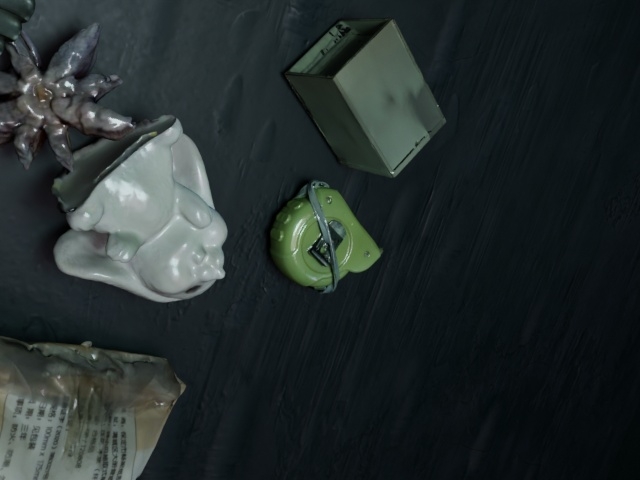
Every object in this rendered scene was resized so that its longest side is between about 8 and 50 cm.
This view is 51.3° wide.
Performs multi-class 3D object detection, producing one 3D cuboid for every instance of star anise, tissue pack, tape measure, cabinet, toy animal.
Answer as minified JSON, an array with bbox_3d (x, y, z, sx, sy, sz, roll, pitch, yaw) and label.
[{"bbox_3d":[-0.348,-0.184,0.854,0.236,0.093,0.229,29,88,-4],"label":"star anise"},{"bbox_3d":[-0.409,0.325,0.957,0.390,0.195,0.375,28,89,-53],"label":"tissue pack"},{"bbox_3d":[0.000,0.000,1.169,0.175,0.106,0.200,-44,123,-15],"label":"tape measure"},{"bbox_3d":[0.072,-0.236,1.099,0.145,0.150,0.206,-47,126,-15],"label":"cabinet"},{"bbox_3d":[-0.259,-0.026,0.957,0.249,0.174,0.289,-29,120,-35],"label":"toy animal"}]

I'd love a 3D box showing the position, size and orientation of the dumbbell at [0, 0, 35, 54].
[{"bbox_3d":[-0.428,-0.139,0.726,0.179,0.179,0.406,8,97,-35],"label":"dumbbell"}]
